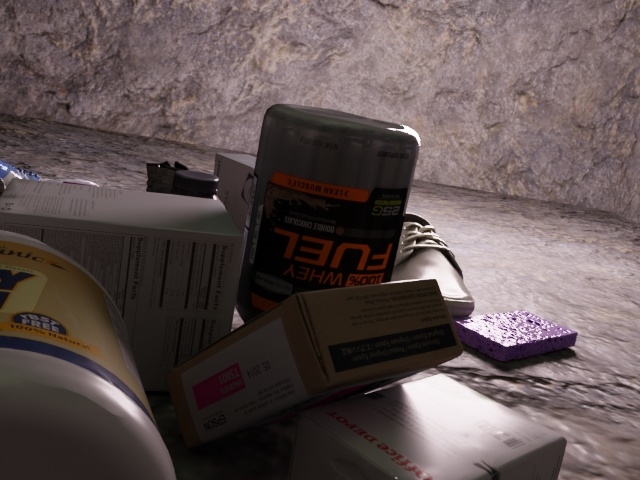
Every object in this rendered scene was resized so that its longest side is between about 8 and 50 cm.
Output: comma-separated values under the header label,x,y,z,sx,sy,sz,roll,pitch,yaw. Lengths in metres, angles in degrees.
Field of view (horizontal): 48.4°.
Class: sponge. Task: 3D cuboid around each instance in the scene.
label,x,y,z,sx,sy,sz,roll,pitch,yaw
sponge,0.327,0.158,1.207,0.210,0.031,0.117,-1,17,-40

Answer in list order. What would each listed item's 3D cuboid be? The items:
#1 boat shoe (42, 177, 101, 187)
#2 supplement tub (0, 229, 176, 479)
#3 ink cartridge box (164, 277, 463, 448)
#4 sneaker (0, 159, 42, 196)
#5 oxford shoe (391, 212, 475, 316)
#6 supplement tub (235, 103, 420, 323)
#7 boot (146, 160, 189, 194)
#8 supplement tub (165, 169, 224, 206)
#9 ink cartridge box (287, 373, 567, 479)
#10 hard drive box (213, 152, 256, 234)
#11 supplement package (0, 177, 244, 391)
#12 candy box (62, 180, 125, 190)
label,x,y,z,sx,sy,sz,roll,pitch,yaw
boat shoe,-0.558,-0.088,1.420,0.084,0.095,0.258,26,19,36
supplement tub,-0.237,0.125,0.490,0.229,0.228,0.316,4,15,-25
ink cartridge box,-0.010,0.123,0.713,0.193,0.088,0.235,-4,-21,-44
sneaker,-0.550,-0.103,1.262,0.080,0.211,0.081,21,62,26
oxford shoe,0.193,0.038,1.402,0.169,0.129,0.449,11,14,-6
supplement tub,0.000,0.000,0.950,0.207,0.337,0.207,10,14,-2
boot,-0.281,-0.067,1.396,0.247,0.161,0.084,22,18,40
supplement tub,-0.210,-0.009,1.132,0.106,0.197,0.106,9,13,-2
ink cartridge box,0.100,0.212,0.673,0.220,0.092,0.160,-3,18,-43
hard drive box,-0.137,-0.072,1.491,0.089,0.180,0.232,-2,17,-38
supplement package,-0.248,0.050,0.856,0.263,0.197,0.199,6,13,-18
candy box,-0.316,-0.046,1.229,0.159,0.071,0.233,12,3,15
